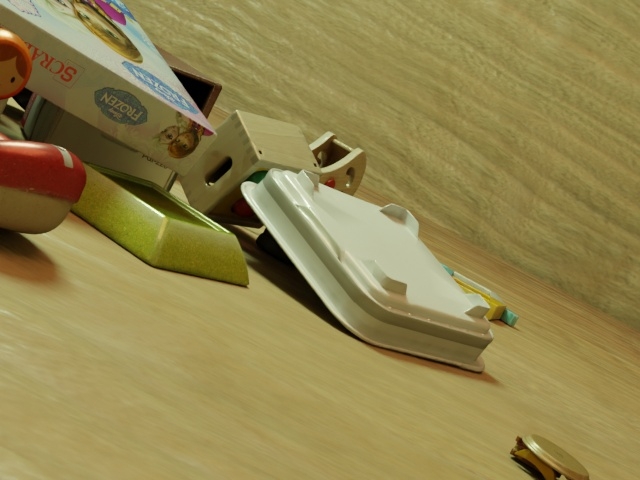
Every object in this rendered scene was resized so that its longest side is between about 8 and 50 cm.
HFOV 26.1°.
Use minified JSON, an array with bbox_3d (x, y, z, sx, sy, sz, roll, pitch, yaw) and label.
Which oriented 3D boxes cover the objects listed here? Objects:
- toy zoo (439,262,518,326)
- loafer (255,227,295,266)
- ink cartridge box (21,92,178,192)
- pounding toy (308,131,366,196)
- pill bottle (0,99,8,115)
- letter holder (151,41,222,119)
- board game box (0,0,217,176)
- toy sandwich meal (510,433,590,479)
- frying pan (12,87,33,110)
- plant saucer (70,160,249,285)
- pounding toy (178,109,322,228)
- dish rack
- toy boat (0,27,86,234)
[{"bbox_3d":[0.215,0.068,2.411,0.293,0.030,0.192,29,7,5],"label":"toy zoo"},{"bbox_3d":[0.000,0.000,1.839,0.080,0.078,0.220,31,8,25],"label":"loafer"},{"bbox_3d":[-0.264,-0.124,1.653,0.158,0.092,0.218,26,6,-22],"label":"ink cartridge box"},{"bbox_3d":[0.018,-0.084,2.224,0.155,0.154,0.269,32,8,28],"label":"pounding toy"},{"bbox_3d":[-0.416,-0.181,1.386,0.193,0.108,0.108,24,8,-36],"label":"pill bottle"},{"bbox_3d":[-0.333,-0.244,2.035,0.214,0.152,0.302,19,12,-46],"label":"letter holder"},{"bbox_3d":[-0.294,-0.237,1.492,0.318,0.066,0.318,29,18,-44],"label":"board game box"},{"bbox_3d":[0.221,0.217,1.330,0.085,0.029,0.085,32,9,-5],"label":"toy sandwich meal"},{"bbox_3d":[-0.396,-0.233,1.794,0.326,0.053,0.197,24,-35,-3],"label":"frying pan"},{"bbox_3d":[-0.178,-0.025,1.447,0.188,0.045,0.188,32,7,29],"label":"plant saucer"},{"bbox_3d":[-0.084,-0.065,1.818,0.206,0.181,0.094,9,48,-51],"label":"pounding toy"},{"bbox_3d":[0.075,0.026,1.695,0.333,0.072,0.285,17,29,-53],"label":"dish rack"},{"bbox_3d":[-0.288,-0.104,1.141,0.231,0.151,0.151,31,8,26],"label":"toy boat"}]
